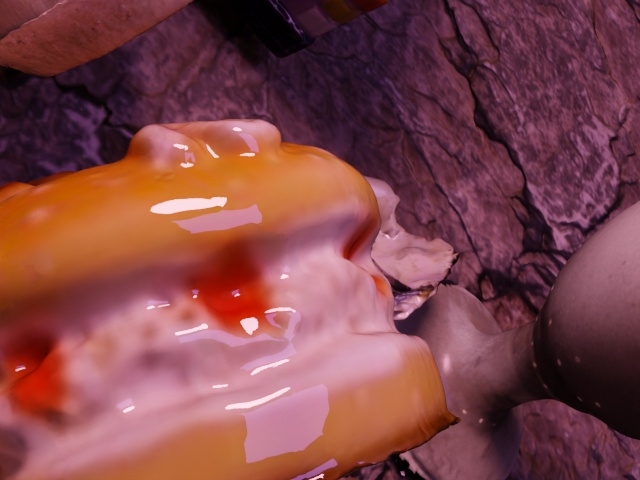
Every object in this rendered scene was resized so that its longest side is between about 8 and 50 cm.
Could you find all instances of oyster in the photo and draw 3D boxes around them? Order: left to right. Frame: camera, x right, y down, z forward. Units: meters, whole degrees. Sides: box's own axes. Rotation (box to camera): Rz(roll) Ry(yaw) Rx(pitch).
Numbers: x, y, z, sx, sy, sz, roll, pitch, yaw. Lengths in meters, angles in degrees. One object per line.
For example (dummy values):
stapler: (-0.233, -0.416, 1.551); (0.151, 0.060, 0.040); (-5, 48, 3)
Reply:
oyster: (0.000, 0.000, 0.900); (0.191, 0.081, 0.163); (32, 26, -18)

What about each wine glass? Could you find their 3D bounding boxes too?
wine glass: (0.215, 0.064, 0.885); (0.190, 0.357, 0.190); (25, 57, -44)

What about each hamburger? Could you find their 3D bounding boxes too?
hamburger: (-0.102, 0.058, 0.631); (0.303, 0.261, 0.186); (-23, 86, -9)

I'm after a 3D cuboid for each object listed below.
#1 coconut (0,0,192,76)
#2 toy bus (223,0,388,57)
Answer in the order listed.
coconut: (-0.151, -0.213, 0.694); (0.224, 0.224, 0.234); (-45, 115, -48)
toy bus: (0.044, -0.374, 0.955); (0.209, 0.249, 0.440); (45, 46, -27)
